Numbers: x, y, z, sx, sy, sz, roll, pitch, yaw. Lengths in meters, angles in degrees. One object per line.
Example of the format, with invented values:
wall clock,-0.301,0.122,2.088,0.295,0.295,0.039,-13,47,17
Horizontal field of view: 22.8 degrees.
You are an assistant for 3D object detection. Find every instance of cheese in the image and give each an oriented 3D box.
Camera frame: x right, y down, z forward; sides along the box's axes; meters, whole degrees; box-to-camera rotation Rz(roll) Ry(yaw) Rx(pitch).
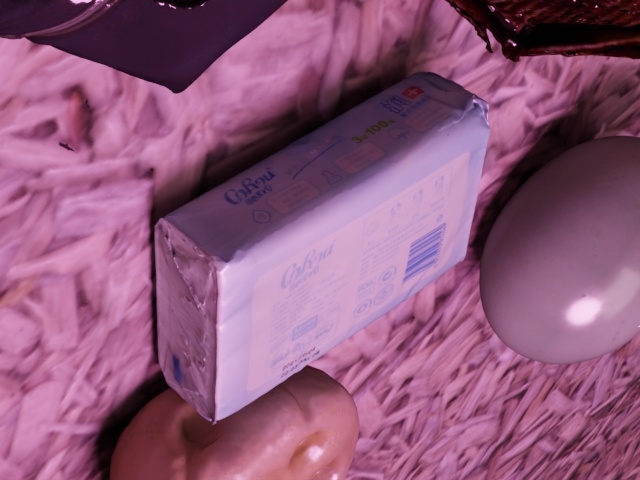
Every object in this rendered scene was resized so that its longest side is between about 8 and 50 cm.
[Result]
cheese,-0.077,0.186,1.228,0.235,0.117,0.218,-51,151,0

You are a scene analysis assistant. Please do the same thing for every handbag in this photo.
handbag,-0.047,-0.173,0.806,0.254,0.088,0.211,-41,161,20

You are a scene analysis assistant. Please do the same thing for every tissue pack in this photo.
tissue pack,0.000,0.000,1.157,0.263,0.089,0.177,-31,145,-30

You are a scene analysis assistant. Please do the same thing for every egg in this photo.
egg,0.243,0.008,1.437,0.231,0.168,0.168,-50,152,-8

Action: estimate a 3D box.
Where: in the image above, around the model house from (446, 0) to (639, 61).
model house,0.202,-0.273,1.057,0.317,0.297,0.282,-65,-175,-7
